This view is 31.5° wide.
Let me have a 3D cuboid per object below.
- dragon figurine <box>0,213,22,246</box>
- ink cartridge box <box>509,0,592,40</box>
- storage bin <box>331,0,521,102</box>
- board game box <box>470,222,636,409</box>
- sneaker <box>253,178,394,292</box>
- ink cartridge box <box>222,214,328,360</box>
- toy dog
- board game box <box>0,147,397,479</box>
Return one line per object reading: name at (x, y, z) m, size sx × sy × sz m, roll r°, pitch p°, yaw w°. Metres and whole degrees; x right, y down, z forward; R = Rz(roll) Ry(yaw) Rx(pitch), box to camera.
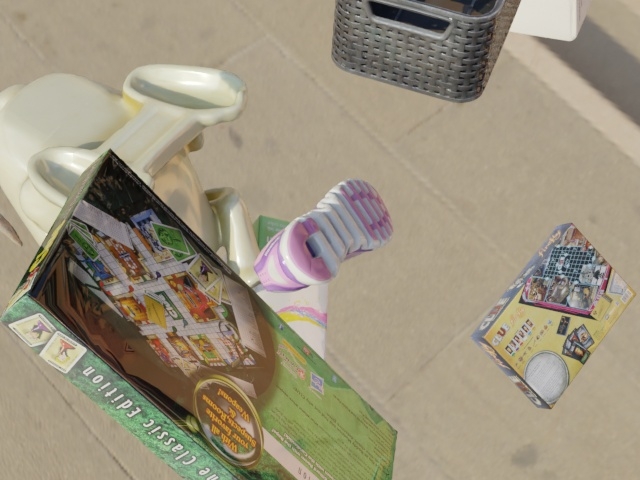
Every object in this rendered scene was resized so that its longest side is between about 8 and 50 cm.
dragon figurine at (-0.362, -0.083, 0.912) m, size 0.289 × 0.085 × 0.144 m, roll 12°, pitch 31°, yaw 2°
ink cartridge box at (0.233, -0.370, 1.290) m, size 0.198 × 0.115 × 0.273 m, roll 13°, pitch 56°, yaw 22°
storage bin at (0.091, -0.203, 0.870) m, size 0.122 × 0.084 × 0.180 m, roll 17°, pitch 51°, yaw 11°
board game box at (0.364, 0.116, 1.759) m, size 0.165 × 0.042 × 0.243 m, roll 46°, pitch 71°, yaw -13°
sneaker at (0.000, 0.000, 1.380) m, size 0.095 × 0.104 × 0.236 m, roll 58°, pitch 38°, yaw 0°
ink cartridge box at (-0.084, 0.169, 1.640) m, size 0.119 × 0.207 × 0.353 m, roll 14°, pitch 59°, yaw -21°
toy dog at (-0.265, 0.009, 1.461) m, size 0.395 × 0.408 × 0.284 m, roll 11°, pitch 45°, yaw 19°
board game box at (-0.051, 0.079, 0.624) m, size 0.260 × 0.030 × 0.136 m, roll 47°, pitch 27°, yaw -21°
